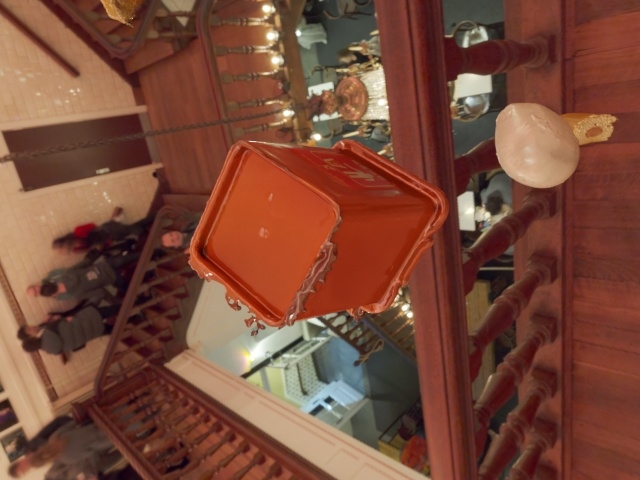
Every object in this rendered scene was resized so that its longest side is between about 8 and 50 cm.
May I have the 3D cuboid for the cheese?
[{"bbox_3d":[0.516,-0.218,1.010,0.154,0.198,0.189,-53,27,43],"label":"cheese"}]

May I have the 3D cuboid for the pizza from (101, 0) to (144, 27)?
[{"bbox_3d":[-0.201,-0.397,0.468,0.058,0.197,0.292,18,115,20],"label":"pizza"}]

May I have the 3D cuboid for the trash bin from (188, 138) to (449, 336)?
[{"bbox_3d":[0.000,0.000,0.418,0.161,0.238,0.184,36,111,22],"label":"trash bin"}]

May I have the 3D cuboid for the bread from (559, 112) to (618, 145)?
[{"bbox_3d":[0.770,-0.338,1.266,0.173,0.134,0.085,-121,20,-71],"label":"bread"}]
